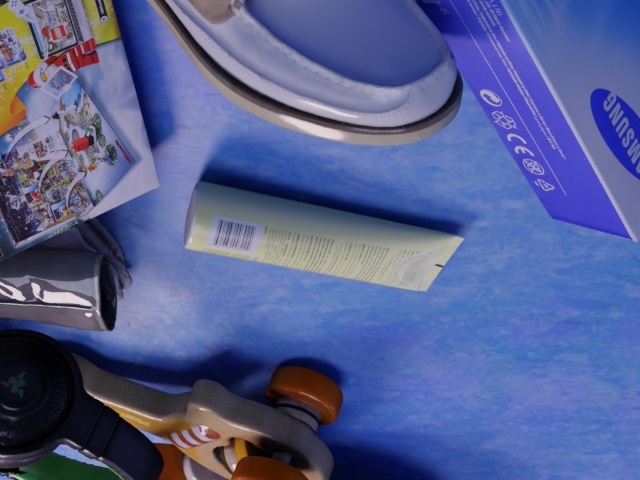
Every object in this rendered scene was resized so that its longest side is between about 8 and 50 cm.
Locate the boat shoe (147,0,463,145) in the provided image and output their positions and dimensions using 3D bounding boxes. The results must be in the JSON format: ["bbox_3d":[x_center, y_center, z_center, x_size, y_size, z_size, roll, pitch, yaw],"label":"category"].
[{"bbox_3d":[-0.043,-0.166,0.606,0.302,0.113,0.103,37,149,23],"label":"boat shoe"}]

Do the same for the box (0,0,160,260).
[{"bbox_3d":[-0.221,-0.099,0.800,0.159,0.044,0.233,-26,143,-17],"label":"box"}]

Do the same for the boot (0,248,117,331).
[{"bbox_3d":[-0.293,0.020,0.924,0.208,0.076,0.190,9,153,9],"label":"boot"}]

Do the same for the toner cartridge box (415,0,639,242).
[{"bbox_3d":[0.141,-0.169,0.622,0.075,0.165,0.348,21,159,47],"label":"toner cartridge box"}]

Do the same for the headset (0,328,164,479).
[{"bbox_3d":[-0.350,0.192,1.069,0.394,0.185,0.243,38,145,-23],"label":"headset"}]

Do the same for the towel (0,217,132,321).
[{"bbox_3d":[-0.311,-0.022,0.971,0.187,0.049,0.282,-11,137,20],"label":"towel"}]

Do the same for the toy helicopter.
[{"bbox_3d":[-0.157,0.208,1.193,0.355,0.140,0.235,20,149,1],"label":"toy helicopter"}]

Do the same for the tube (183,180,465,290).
[{"bbox_3d":[0.000,0.000,0.946,0.240,0.062,0.070,11,-176,-12],"label":"tube"}]
